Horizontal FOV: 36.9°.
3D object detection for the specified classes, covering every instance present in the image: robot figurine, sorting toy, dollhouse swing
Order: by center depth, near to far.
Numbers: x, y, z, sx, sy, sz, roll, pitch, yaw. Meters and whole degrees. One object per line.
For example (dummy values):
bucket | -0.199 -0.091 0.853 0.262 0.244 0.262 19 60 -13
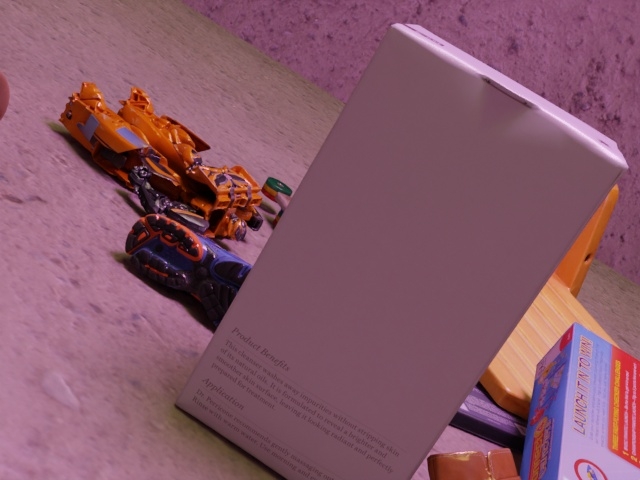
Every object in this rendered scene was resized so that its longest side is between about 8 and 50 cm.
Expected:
robot figurine | -0.201 -0.102 1.283 0.291 0.085 0.211 38 21 19
dollhouse swing | 0.316 0.027 1.339 0.346 0.315 0.305 0 27 -39
sorting toy | 0.000 0.000 1.441 0.132 0.046 0.274 23 17 -32

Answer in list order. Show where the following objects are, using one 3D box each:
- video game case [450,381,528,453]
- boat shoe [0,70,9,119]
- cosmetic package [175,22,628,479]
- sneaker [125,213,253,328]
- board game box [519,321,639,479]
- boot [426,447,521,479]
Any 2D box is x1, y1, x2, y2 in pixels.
video game case | 0.178 0.177 1.286 0.196 0.026 0.274 26 16 -24
boat shoe | -0.504 -0.223 1.037 0.342 0.123 0.123 26 3 -23
cosmetic package | 0.066 0.028 0.836 0.217 0.385 0.156 34 15 5
sneaker | -0.104 0.044 1.044 0.221 0.083 0.087 38 8 8
board game box | 0.378 0.277 1.071 0.302 0.086 0.308 31 34 0
boot | 0.173 0.254 0.816 0.197 0.073 0.152 15 55 -40
